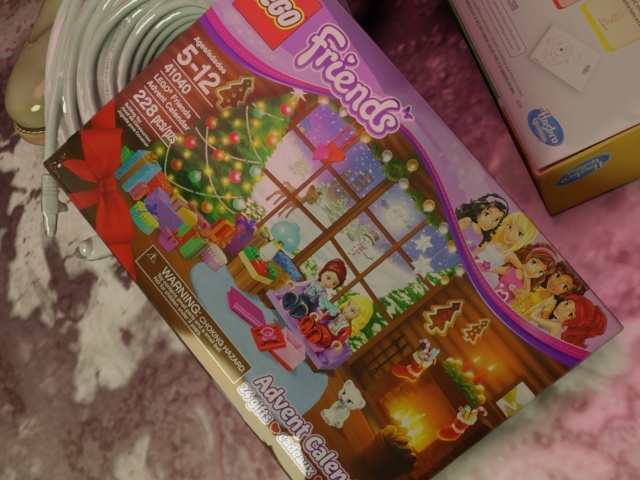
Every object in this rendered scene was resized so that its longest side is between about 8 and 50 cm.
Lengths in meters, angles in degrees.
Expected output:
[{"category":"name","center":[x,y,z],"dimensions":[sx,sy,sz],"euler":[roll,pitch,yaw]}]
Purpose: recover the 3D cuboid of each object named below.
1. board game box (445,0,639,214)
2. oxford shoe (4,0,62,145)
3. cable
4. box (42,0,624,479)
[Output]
[{"category":"board game box","center":[0.246,-0.188,0.489],"dimensions":[0.317,0.064,0.242],"euler":[-24,60,15]},{"category":"oxford shoe","center":[-0.212,-0.282,0.706],"dimensions":[0.141,0.146,0.396],"euler":[10,73,29]},{"category":"cable","center":[-0.091,-0.114,0.566],"dimensions":[0.257,0.089,0.257],"euler":[-2,89,24]},{"category":"box","center":[0.000,0.000,0.457],"dimensions":[0.201,0.057,0.293],"euler":[-41,83,7]}]
